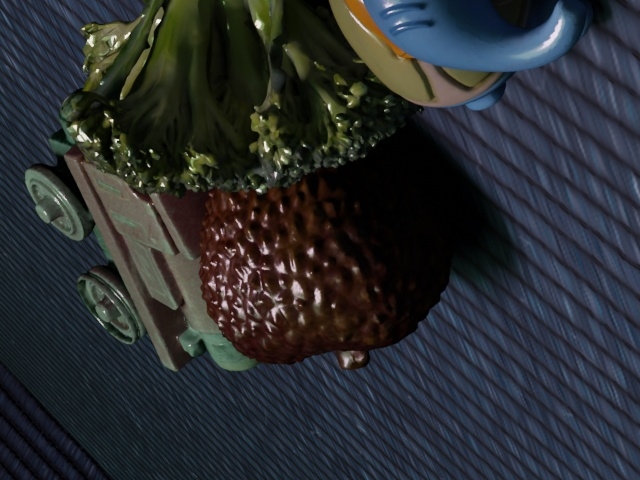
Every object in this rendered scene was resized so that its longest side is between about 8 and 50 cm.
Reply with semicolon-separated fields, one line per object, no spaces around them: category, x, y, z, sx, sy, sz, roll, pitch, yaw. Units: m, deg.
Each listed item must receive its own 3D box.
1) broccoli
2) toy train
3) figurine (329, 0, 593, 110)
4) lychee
broccoli;-0.059;-0.183;1.036;0.361;0.221;0.252;83;179;-57
toy train;-0.135;-0.001;1.583;0.221;0.150;0.304;22;145;43
figurine;0.062;-0.167;0.868;0.180;0.154;0.262;12;155;48
lychee;0.000;0.005;1.228;0.194;0.194;0.194;43;159;20
